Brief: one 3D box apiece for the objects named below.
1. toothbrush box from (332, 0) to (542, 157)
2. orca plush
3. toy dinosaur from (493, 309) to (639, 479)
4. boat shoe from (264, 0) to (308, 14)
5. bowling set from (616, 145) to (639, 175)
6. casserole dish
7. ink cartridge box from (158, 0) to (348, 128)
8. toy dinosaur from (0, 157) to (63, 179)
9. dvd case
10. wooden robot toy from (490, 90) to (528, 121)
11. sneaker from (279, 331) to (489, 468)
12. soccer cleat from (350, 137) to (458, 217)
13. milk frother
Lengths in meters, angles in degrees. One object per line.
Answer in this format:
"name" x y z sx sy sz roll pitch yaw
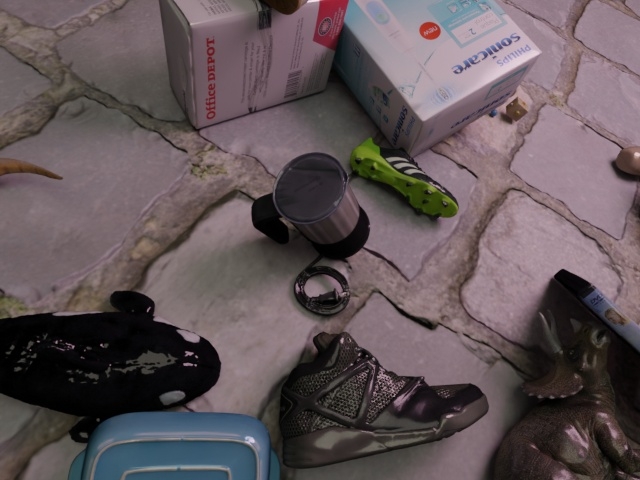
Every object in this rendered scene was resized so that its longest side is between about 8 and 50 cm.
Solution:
"toothbrush box" 0.148 -0.312 0.661 0.216 0.126 0.296 -30 77 -8
"orca plush" -0.240 0.090 0.396 0.287 0.102 0.151 24 59 1
"toy dinosaur" 0.258 0.243 0.438 0.160 0.121 0.314 23 64 37
"boat shoe" -0.075 -0.344 0.504 0.170 0.063 0.059 44 58 2
"bowling set" 0.645 -0.080 0.658 0.154 0.200 0.287 2 65 -14
"casserole dish" -0.127 0.217 0.371 0.188 0.037 0.114 6 79 -12
"ink cartridge box" -0.096 -0.282 0.599 0.237 0.172 0.100 -26 70 -25
"toy dinosaur" -0.417 -0.079 0.484 0.211 0.064 0.112 -23 87 -14
"dvd case" 0.399 0.138 0.502 0.253 0.022 0.180 47 17 14
"wooden robot toy" 0.306 -0.292 0.765 0.173 0.076 0.079 24 48 0
"sneaker" 0.066 0.152 0.444 0.227 0.087 0.131 -5 69 -10
"soccer cleat" 0.129 -0.097 0.617 0.178 0.060 0.072 31 57 8
"milk frother" 0.000 0.000 0.485 0.129 0.135 0.143 -30 65 7
